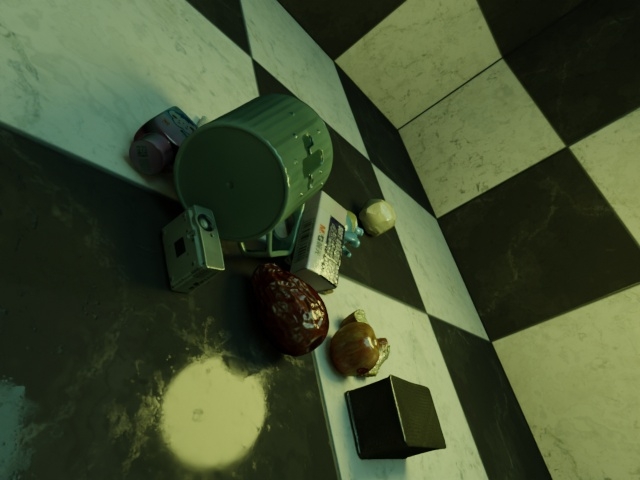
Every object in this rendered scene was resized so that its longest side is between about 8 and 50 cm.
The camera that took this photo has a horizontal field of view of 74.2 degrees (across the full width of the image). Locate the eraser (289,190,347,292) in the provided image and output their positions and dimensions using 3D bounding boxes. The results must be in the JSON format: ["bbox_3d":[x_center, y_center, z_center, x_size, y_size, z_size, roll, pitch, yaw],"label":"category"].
[{"bbox_3d":[0.000,0.000,1.239,0.130,0.086,0.288,38,47,-34],"label":"eraser"}]

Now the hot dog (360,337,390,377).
[{"bbox_3d":[0.159,0.369,1.310,0.078,0.061,0.169,32,43,18],"label":"hot dog"}]

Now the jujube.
[{"bbox_3d":[-0.081,0.161,1.021,0.236,0.168,0.168,52,22,21],"label":"jujube"}]

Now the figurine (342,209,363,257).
[{"bbox_3d":[0.066,-0.038,1.484,0.261,0.154,0.180,6,49,-49],"label":"figurine"}]

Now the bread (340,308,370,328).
[{"bbox_3d":[0.108,0.263,1.322,0.083,0.070,0.077,-3,66,-63],"label":"bread"}]

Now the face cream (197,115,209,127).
[{"bbox_3d":[-0.341,-0.318,1.207,0.038,0.020,0.115,43,33,-31],"label":"face cream"}]

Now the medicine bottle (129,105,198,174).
[{"bbox_3d":[-0.360,-0.225,0.986,0.119,0.094,0.188,47,27,-18],"label":"medicine bottle"}]

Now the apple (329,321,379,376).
[{"bbox_3d":[0.100,0.305,1.196,0.146,0.130,0.146,49,23,-29],"label":"apple"}]

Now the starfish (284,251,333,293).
[{"bbox_3d":[-0.027,0.083,1.287,0.235,0.062,0.278,35,42,-42],"label":"starfish"}]

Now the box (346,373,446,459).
[{"bbox_3d":[0.215,0.497,1.181,0.273,0.143,0.184,32,36,-45],"label":"box"}]

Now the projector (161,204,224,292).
[{"bbox_3d":[-0.266,0.017,0.868,0.061,0.115,0.147,20,45,-54],"label":"projector"}]

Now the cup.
[{"bbox_3d":[-0.127,-0.152,1.058,0.401,0.310,0.392,55,23,-13],"label":"cup"}]

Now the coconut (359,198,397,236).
[{"bbox_3d":[0.252,-0.111,1.894,0.162,0.161,0.161,59,26,5],"label":"coconut"}]
